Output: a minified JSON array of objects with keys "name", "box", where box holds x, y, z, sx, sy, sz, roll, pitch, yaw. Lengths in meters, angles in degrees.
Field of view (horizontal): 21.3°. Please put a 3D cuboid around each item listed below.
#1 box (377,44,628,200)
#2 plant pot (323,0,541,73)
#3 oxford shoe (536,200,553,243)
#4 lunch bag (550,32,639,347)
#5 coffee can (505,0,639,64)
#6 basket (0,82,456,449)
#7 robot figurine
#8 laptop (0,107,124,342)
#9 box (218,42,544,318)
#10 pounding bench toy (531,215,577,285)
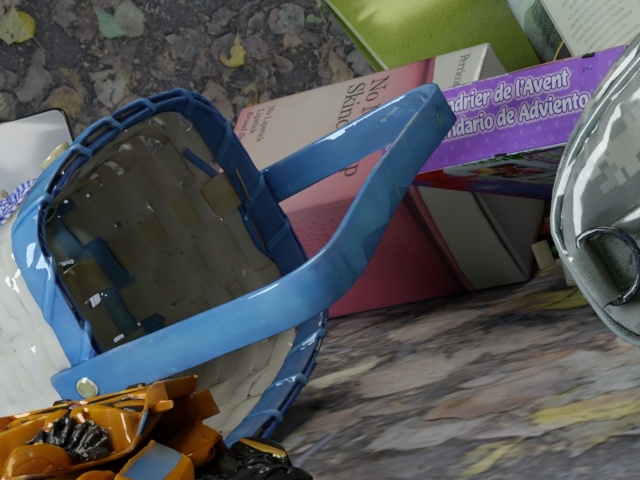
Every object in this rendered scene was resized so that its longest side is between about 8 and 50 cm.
[{"name":"box","box":[0.210,-0.071,1.169,0.201,0.057,0.293,-11,-10,42]},{"name":"plant pot","box":[0.199,-0.215,1.610,0.293,0.275,0.275,-39,5,4]},{"name":"oxford shoe","box":[0.216,-0.060,1.445,0.096,0.098,0.271,-11,8,30]},{"name":"lunch bag","box":[0.269,-0.062,0.858,0.256,0.213,0.305,-32,-5,30]},{"name":"coffee can","box":[0.242,-0.231,1.379,0.201,0.275,0.201,-20,-26,-10]},{"name":"basket","box":[-0.071,0.020,0.960,0.289,0.201,0.255,-21,15,26]},{"name":"robot figurine","box":[-0.123,0.128,0.735,0.211,0.085,0.291,-13,7,15]},{"name":"laptop","box":[-0.330,0.059,1.226,0.381,0.408,0.236,-17,-27,-9]},{"name":"box","box":[0.046,-0.040,1.334,0.232,0.127,0.149,-13,42,29]},{"name":"pounding bench toy","box":[0.198,-0.002,1.208,0.065,0.052,0.083,-20,7,-34]}]
